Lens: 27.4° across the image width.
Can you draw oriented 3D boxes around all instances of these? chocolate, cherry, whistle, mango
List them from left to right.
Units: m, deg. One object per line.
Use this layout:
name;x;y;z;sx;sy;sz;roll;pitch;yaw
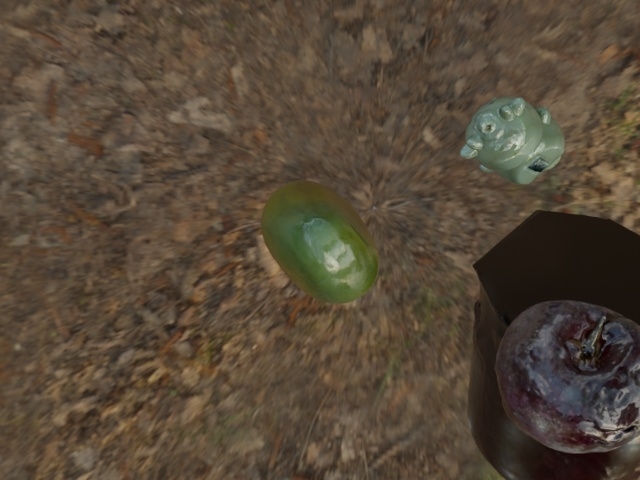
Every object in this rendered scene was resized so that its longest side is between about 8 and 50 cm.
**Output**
mango;0.000;0.000;1.231;0.092;0.194;0.130;-38;87;-1
whistle;0.242;-0.124;1.615;0.110;0.244;0.092;-46;66;17
chocolate;0.363;0.199;1.857;0.384;0.383;0.331;18;128;2
cherry;0.296;0.158;1.498;0.195;0.195;0.195;0;91;2
